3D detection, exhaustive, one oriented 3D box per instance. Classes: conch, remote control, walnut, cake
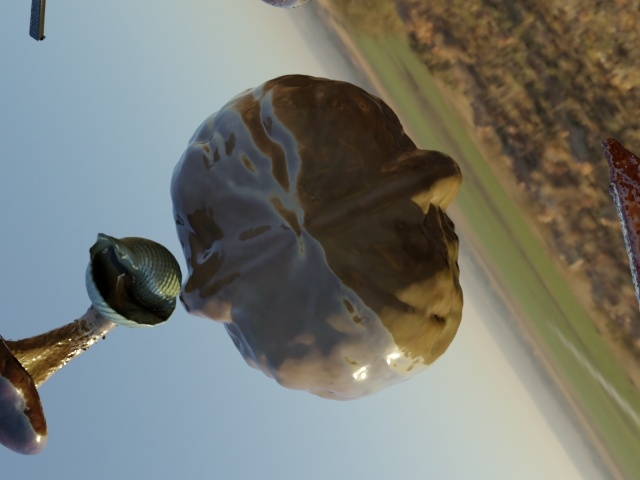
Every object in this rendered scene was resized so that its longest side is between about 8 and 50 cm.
[{"bbox_3d":[-0.143,0.031,0.776,0.085,0.057,0.076,27,-129,-31],"label":"conch"},{"bbox_3d":[-0.361,-0.304,1.361,0.034,0.016,0.091,35,123,45],"label":"remote control"},{"bbox_3d":[0.000,-0.003,0.841,0.273,0.227,0.273,0,-90,-78],"label":"walnut"},{"bbox_3d":[0.350,0.044,1.111,0.262,0.159,0.158,46,179,28],"label":"cake"}]

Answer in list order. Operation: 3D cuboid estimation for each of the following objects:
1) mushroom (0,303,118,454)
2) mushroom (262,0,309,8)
[{"bbox_3d":[-0.331,0.146,1.318,0.148,0.218,0.227,43,150,38],"label":"mushroom"},{"bbox_3d":[-0.022,-0.268,0.972,0.087,0.127,0.127,50,-175,0],"label":"mushroom"}]
